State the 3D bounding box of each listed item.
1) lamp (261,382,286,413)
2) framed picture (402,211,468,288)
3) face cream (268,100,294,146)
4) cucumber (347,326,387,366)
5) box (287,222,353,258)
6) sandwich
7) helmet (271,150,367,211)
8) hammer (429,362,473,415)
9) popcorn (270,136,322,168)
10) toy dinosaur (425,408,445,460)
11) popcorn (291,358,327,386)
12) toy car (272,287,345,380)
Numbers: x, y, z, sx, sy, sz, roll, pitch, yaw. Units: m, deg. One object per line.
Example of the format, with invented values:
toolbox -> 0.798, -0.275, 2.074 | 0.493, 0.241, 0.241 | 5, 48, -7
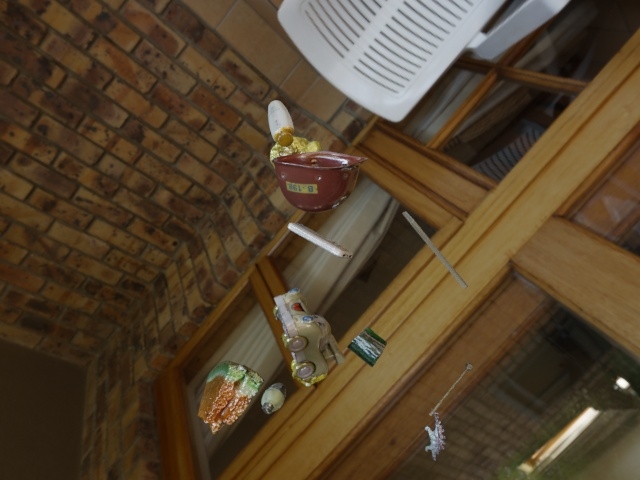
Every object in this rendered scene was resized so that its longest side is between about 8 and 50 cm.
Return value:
lamp -> -0.211, 0.717, 2.075 | 0.101, 0.101, 0.250 | 41, -167, 2
framed picture -> 0.393, 0.025, 1.575 | 0.289, 0.020, 0.211 | 49, -169, -7
face cream -> -0.120, -0.352, 1.355 | 0.051, 0.072, 0.182 | 40, -155, -46
cucumber -> 0.158, 0.371, 1.566 | 0.115, 0.116, 0.062 | 36, -145, 18
box -> 0.000, 0.000, 1.927 | 0.285, 0.044, 0.142 | 30, -173, 26
sandwich -> -0.291, 0.468, 1.396 | 0.109, 0.212, 0.292 | 34, 166, -14
helmet -> -0.004, -0.226, 1.824 | 0.385, 0.230, 0.337 | 7, -160, 19
hammer -> 0.574, 0.658, 1.999 | 0.029, 0.292, 0.058 | 39, -179, 16
popcorn -> -0.130, -0.402, 2.180 | 0.225, 0.173, 0.286 | 14, 166, -16
toy dinosaur -> 0.422, 0.714, 1.660 | 0.039, 0.208, 0.082 | -6, -173, -25
popcorn -> -0.054, 0.676, 2.370 | 0.198, 0.197, 0.155 | 37, -161, -21
toy car -> -0.046, 0.374, 1.833 | 0.242, 0.226, 0.336 | -123, 18, -54
